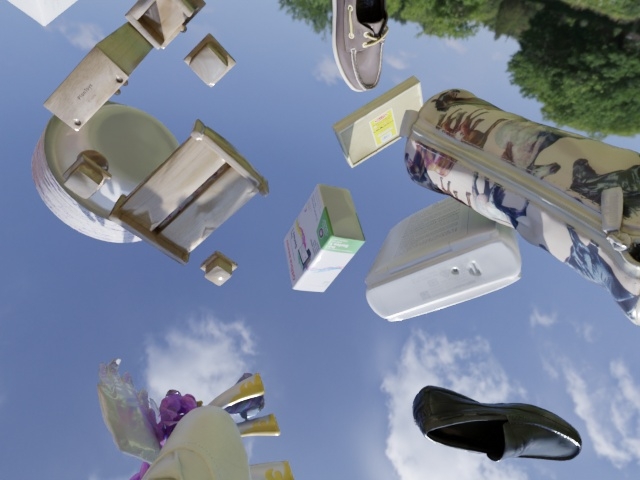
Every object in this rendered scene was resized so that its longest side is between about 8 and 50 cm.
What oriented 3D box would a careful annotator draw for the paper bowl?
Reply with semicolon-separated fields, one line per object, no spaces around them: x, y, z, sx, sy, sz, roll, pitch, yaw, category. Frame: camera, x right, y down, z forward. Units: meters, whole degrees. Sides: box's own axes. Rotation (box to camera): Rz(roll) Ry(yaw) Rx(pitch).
-0.390;-0.149;0.811;0.284;0.148;0.284;26;-129;-37;paper bowl

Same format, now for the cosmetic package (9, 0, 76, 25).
-0.556;-0.676;0.860;0.217;0.156;0.385;33;-113;-12;cosmetic package

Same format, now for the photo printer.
0.234;0.007;0.771;0.107;0.256;0.307;58;-151;-11;photo printer

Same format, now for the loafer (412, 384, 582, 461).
0.230;0.253;0.530;0.223;0.076;0.078;13;-159;1;loafer

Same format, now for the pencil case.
0.273;-0.073;0.519;0.183;0.160;0.410;18;-160;-38;pencil case

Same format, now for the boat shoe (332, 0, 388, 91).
0.092;-0.476;0.877;0.116;0.324;0.096;-29;-139;-22;boat shoe

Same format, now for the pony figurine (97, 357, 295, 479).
-0.263;0.401;0.783;0.363;0.303;0.351;-20;-127;-11;pony figurine

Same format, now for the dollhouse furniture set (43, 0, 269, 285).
-0.183;-0.150;0.630;0.355;0.303;0.174;42;-159;-33;dollhouse furniture set

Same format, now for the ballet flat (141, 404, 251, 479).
-0.146;0.333;0.373;0.139;0.139;0.400;8;-136;-11;ballet flat

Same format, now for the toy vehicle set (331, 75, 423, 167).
0.176;-0.338;1.186;0.267;0.166;0.035;-31;-122;2;toy vehicle set

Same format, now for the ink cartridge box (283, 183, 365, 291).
0.000;0.000;1.243;0.117;0.278;0.201;7;-131;-27;ink cartridge box
